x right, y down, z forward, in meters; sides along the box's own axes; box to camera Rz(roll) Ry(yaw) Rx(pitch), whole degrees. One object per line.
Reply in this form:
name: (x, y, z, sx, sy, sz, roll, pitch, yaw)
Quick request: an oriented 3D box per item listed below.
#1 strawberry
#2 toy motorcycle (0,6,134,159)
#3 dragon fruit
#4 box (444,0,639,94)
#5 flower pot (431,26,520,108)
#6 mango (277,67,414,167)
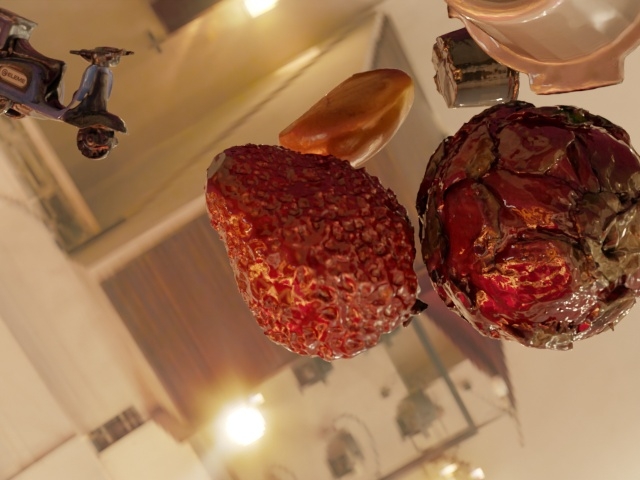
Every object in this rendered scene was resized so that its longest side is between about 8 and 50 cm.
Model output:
strawberry: (-0.004, 0.002, 1.549, 0.261, 0.257, 0.261, -10, -144, 7)
toy motorcycle: (-0.491, -0.296, 2.305, 0.212, 0.359, 0.125, -67, 163, 7)
dragon fruit: (0.268, -0.023, 1.555, 0.329, 0.329, 0.329, -25, -161, 9)
box: (0.233, -0.304, 1.236, 0.291, 0.262, 0.206, -49, 162, 19)
flower pot: (0.243, -0.277, 2.008, 0.107, 0.157, 0.157, -13, -164, -12)
mango: (0.044, -0.165, 1.731, 0.217, 0.102, 0.141, -32, -163, 28)
